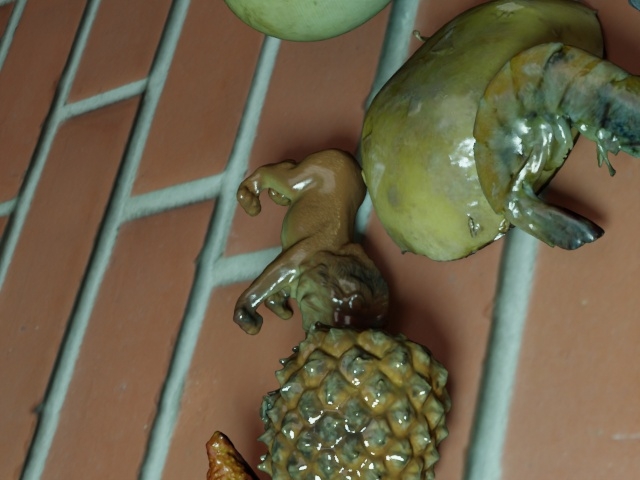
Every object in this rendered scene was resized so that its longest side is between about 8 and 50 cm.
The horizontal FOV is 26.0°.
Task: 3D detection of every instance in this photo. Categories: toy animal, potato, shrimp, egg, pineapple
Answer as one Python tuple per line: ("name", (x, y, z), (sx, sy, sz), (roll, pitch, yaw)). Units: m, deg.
("toy animal", (0.000, 0.000, 1.381), (0.158, 0.097, 0.312), (-17, 49, 23))
("potato", (0.130, -0.135, 1.327), (0.299, 0.116, 0.239), (-57, 35, -6))
("shrimp", (0.257, -0.061, 1.154), (0.296, 0.058, 0.169), (22, 105, 29))
("egg", (0.012, -0.349, 1.513), (0.295, 0.218, 0.218), (-44, 38, -8))
("pineapple", (0.023, 0.169, 1.172), (0.166, 0.166, 0.193), (-1, 67, 44))

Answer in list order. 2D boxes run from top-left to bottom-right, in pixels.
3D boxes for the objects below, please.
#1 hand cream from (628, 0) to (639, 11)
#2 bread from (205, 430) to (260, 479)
("hand cream", (0.351, -0.330, 1.291), (0.091, 0.058, 0.271), (-6, 54, 56))
("bread", (-0.047, 0.286, 1.165), (0.095, 0.139, 0.269), (-28, 35, -6))
